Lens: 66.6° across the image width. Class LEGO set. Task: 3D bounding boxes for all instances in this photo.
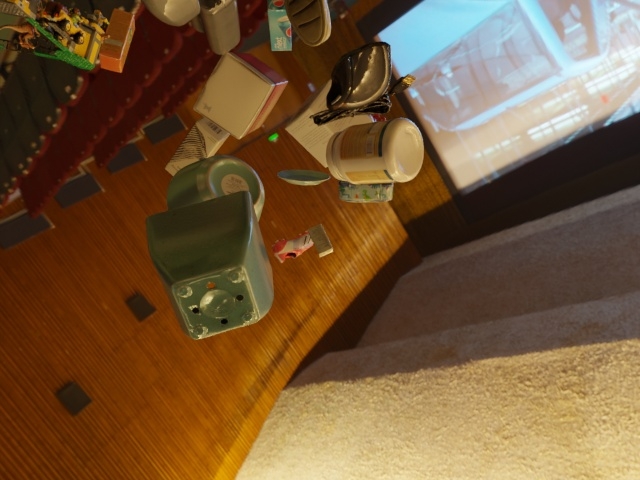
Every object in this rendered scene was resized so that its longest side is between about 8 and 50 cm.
[{"bbox_3d":[-0.496,-0.425,0.762,0.255,0.331,0.192,37,66,-75],"label":"LEGO set"}]

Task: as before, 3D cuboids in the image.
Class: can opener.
[{"bbox_3d":[-0.144,-0.261,0.526,0.095,0.076,0.283,-40,-173,-3],"label":"can opener"}]

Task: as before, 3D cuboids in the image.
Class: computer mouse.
[{"bbox_3d":[0.094,-0.253,0.830,0.184,0.060,0.262,-18,176,-15],"label":"computer mouse"}]

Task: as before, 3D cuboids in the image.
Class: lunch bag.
[{"bbox_3d":[0.181,-0.213,1.952,0.218,0.090,0.176,1,-163,9],"label":"lunch bag"}]

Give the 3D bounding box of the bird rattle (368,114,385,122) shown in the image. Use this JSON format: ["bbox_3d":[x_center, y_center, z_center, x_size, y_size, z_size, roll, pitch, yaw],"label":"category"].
[{"bbox_3d":[0.177,-0.421,1.748,0.143,0.206,0.254,-54,-138,29],"label":"bird rattle"}]

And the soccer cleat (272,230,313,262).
[{"bbox_3d":[-0.093,0.025,2.077,0.248,0.095,0.083,-17,162,-37],"label":"soccer cleat"}]

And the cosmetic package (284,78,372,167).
[{"bbox_3d":[0.026,-0.353,1.482,0.151,0.183,0.151,-19,-146,55],"label":"cosmetic package"}]

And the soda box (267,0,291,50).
[{"bbox_3d":[-0.132,-0.709,1.586,0.071,0.067,0.210,-1,168,-2],"label":"soda box"}]

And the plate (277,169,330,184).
[{"bbox_3d":[-0.059,-0.220,1.715,0.188,0.024,0.188,3,-160,-1],"label":"plate"}]

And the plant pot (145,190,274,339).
[{"bbox_3d":[-0.233,0.074,1.073,0.247,0.247,0.252,-16,-150,-6],"label":"plant pot"}]

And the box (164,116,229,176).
[{"bbox_3d":[-0.464,-0.336,1.824,0.275,0.113,0.094,-42,-168,37],"label":"box"}]

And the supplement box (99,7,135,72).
[{"bbox_3d":[-0.748,-0.739,1.795,0.078,0.080,0.234,127,-32,-61],"label":"supplement box"}]

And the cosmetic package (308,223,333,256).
[{"bbox_3d":[0.000,0.000,1.891,0.060,0.115,0.041,-22,159,-4],"label":"cosmetic package"}]

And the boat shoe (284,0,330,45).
[{"bbox_3d":[-0.042,-0.650,1.246,0.113,0.302,0.103,-17,-171,32],"label":"boat shoe"}]

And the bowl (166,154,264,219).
[{"bbox_3d":[-0.297,-0.140,1.501,0.311,0.311,0.163,-41,-175,-41],"label":"bowl"}]

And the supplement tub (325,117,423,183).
[{"bbox_3d":[0.126,-0.207,1.154,0.199,0.144,0.144,4,-146,43],"label":"supplement tub"}]

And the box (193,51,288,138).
[{"bbox_3d":[-0.181,-0.350,1.162,0.149,0.126,0.232,-53,-172,20],"label":"box"}]
